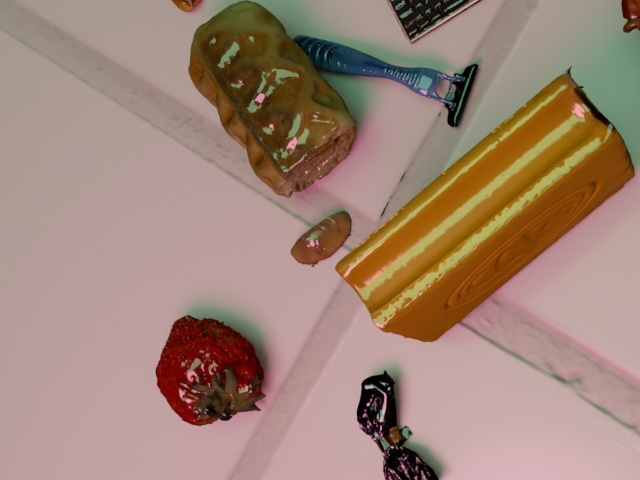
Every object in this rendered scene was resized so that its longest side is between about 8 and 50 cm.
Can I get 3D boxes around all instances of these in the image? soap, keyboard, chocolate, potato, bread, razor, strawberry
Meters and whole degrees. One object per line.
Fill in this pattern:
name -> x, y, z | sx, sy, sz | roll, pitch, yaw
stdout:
soap -> 0.191, -0.025, 1.081 | 0.324, 0.204, 0.096 | -41, 68, 13
keyboard -> 0.220, -0.367, 1.208 | 0.317, 0.027, 0.106 | -31, 72, 19
chocolate -> 0.087, 0.235, 1.180 | 0.072, 0.070, 0.147 | -34, 60, 28
potato -> 0.000, 0.001, 1.254 | 0.093, 0.036, 0.037 | -39, 66, 14
bread -> -0.070, -0.189, 1.260 | 0.152, 0.130, 0.268 | -46, 66, 25
razor -> 0.071, -0.219, 1.249 | 0.253, 0.042, 0.082 | 22, 94, 26
strawberry -> -0.146, 0.168, 1.263 | 0.148, 0.131, 0.131 | 32, 98, 55

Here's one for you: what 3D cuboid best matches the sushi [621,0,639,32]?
sushi -> 0.419, -0.255, 1.029 | 0.182, 0.196, 0.344 | -19, 70, 40

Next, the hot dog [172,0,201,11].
hot dog -> -0.211, -0.378, 1.398 | 0.056, 0.041, 0.133 | -41, 69, 15
